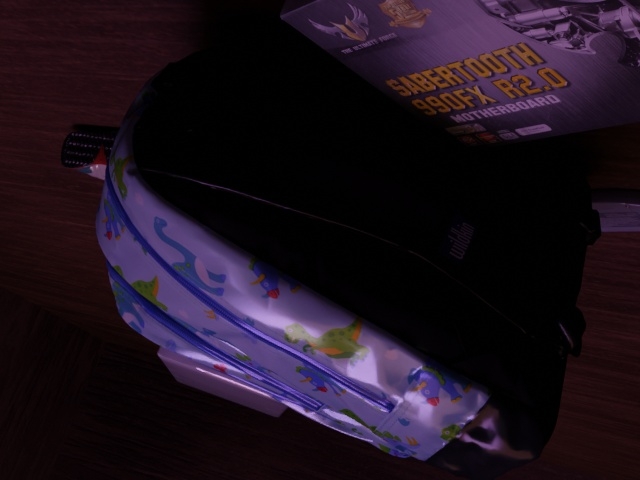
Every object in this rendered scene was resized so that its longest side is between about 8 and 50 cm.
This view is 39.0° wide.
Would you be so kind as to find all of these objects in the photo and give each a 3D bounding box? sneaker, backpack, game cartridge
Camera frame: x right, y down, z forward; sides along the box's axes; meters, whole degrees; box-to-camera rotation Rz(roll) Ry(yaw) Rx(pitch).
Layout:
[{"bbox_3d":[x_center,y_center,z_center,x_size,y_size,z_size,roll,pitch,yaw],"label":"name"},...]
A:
[{"bbox_3d":[-0.227,-0.095,1.069,0.161,0.057,0.075,8,176,30],"label":"sneaker"},{"bbox_3d":[0.000,0.000,0.713,0.355,0.290,0.273,32,139,-14],"label":"backpack"},{"bbox_3d":[0.256,-0.025,0.788,0.056,0.017,0.083,29,161,-38],"label":"game cartridge"}]

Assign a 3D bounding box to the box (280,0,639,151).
[{"bbox_3d":[0.115,-0.133,0.546,0.183,0.056,0.231,30,160,-32],"label":"box"}]

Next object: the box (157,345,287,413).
[{"bbox_3d":[-0.088,0.101,1.202,0.168,0.215,0.345,20,165,-1],"label":"box"}]
